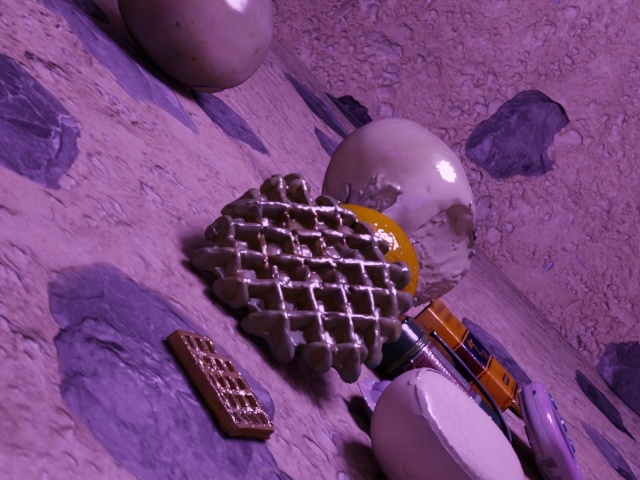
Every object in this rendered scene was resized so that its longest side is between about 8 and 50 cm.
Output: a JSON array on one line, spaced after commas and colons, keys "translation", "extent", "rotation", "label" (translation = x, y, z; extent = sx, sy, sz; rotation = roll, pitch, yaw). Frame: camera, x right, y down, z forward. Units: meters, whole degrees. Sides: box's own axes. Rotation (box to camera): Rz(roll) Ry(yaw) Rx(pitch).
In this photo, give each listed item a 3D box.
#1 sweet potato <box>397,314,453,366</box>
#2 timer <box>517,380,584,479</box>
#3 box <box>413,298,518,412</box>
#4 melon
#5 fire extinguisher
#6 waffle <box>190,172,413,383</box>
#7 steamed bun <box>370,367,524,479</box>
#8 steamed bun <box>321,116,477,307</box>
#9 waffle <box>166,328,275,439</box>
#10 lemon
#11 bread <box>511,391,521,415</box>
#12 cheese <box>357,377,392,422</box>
[{"translation": [0.165, 0.181, 1.912], "extent": [0.075, 0.075, 0.273], "rotation": [55, 10, 32], "label": "sweet potato"}, {"translation": [0.424, 0.372, 2.061], "extent": [0.190, 0.069, 0.208], "rotation": [-83, 150, -69], "label": "timer"}, {"translation": [0.271, 0.223, 2.131], "extent": [0.237, 0.070, 0.152], "rotation": [46, 12, 6], "label": "box"}, {"translation": [-0.218, -0.421, 2.055], "extent": [0.330, 0.268, 0.268], "rotation": [47, 10, -39], "label": "melon"}, {"translation": [0.203, 0.253, 1.733], "extent": [0.294, 0.118, 0.093], "rotation": [48, -29, 4], "label": "fire extinguisher"}, {"translation": [-0.010, 0.042, 1.496], "extent": [0.292, 0.056, 0.309], "rotation": [41, 39, 2], "label": "waffle"}, {"translation": [0.151, 0.274, 1.406], "extent": [0.228, 0.131, 0.177], "rotation": [45, 22, -15], "label": "steamed bun"}, {"translation": [0.119, -0.053, 2.066], "extent": [0.312, 0.233, 0.333], "rotation": [44, -35, 51], "label": "steamed bun"}, {"translation": [-0.105, 0.153, 1.191], "extent": [0.135, 0.021, 0.092], "rotation": [54, 16, 27], "label": "waffle"}, {"translation": [0.052, 0.038, 1.705], "extent": [0.244, 0.187, 0.187], "rotation": [34, 17, -34], "label": "lemon"}, {"translation": [0.397, 0.324, 2.325], "extent": [0.110, 0.024, 0.110], "rotation": [45, 13, -13], "label": "bread"}, {"translation": [0.130, 0.261, 1.568], "extent": [0.245, 0.052, 0.135], "rotation": [37, 18, -42], "label": "cheese"}]
